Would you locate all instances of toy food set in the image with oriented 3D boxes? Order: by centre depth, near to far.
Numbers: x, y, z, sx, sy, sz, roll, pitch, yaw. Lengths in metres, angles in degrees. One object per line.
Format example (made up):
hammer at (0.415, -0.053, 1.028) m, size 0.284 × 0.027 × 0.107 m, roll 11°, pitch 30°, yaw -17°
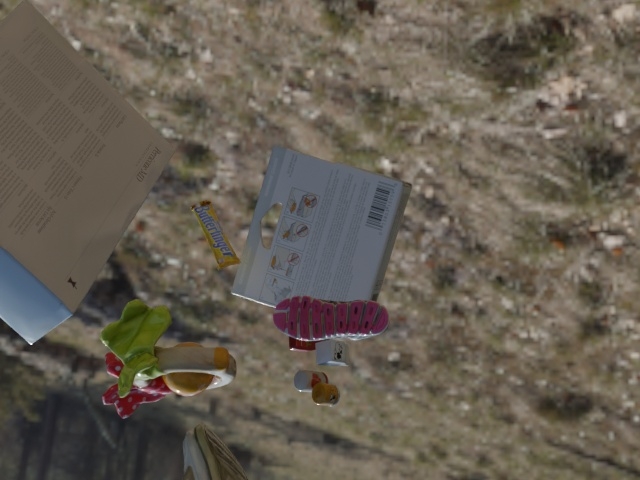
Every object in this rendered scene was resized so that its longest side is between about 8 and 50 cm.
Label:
toy food set at (0.017, 0.193, 2.123) m, size 0.105 × 0.232 × 0.111 m, roll 13°, pitch 156°, yaw -42°

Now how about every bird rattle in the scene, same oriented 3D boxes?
bird rattle at (-0.228, 0.202, 1.720) m, size 0.207 × 0.143 × 0.253 m, roll 1°, pitch 151°, yaw -3°

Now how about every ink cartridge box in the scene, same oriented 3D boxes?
ink cartridge box at (0.000, 0.000, 1.951) m, size 0.239 × 0.275 × 0.060 m, roll 18°, pitch -175°, yaw 19°

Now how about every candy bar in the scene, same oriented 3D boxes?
candy bar at (-0.179, -0.010, 1.959) m, size 0.040 × 0.161 × 0.018 m, roll -21°, pitch 141°, yaw -9°

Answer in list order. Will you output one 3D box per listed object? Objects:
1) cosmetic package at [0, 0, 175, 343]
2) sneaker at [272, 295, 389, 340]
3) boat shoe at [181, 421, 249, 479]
cosmetic package at (-0.360, -0.097, 1.427) m, size 0.097 × 0.377 × 0.284 m, roll -35°, pitch 109°, yaw 32°
sneaker at (0.020, 0.111, 1.603) m, size 0.170 × 0.063 × 0.075 m, roll -2°, pitch 169°, yaw 18°
boat shoe at (-0.156, 0.361, 1.605) m, size 0.103 × 0.302 × 0.113 m, roll -40°, pitch 116°, yaw 2°
